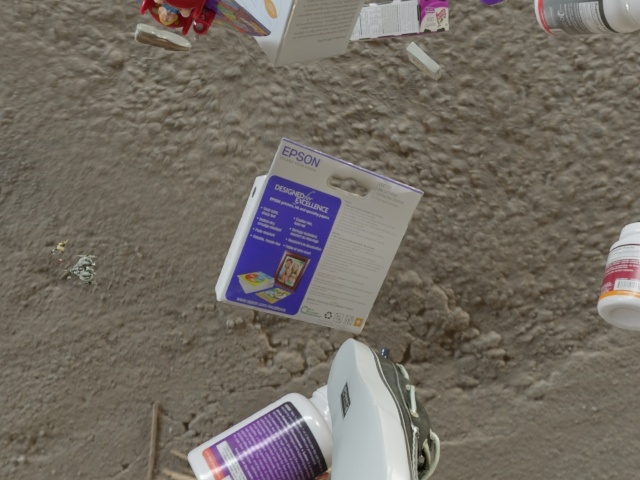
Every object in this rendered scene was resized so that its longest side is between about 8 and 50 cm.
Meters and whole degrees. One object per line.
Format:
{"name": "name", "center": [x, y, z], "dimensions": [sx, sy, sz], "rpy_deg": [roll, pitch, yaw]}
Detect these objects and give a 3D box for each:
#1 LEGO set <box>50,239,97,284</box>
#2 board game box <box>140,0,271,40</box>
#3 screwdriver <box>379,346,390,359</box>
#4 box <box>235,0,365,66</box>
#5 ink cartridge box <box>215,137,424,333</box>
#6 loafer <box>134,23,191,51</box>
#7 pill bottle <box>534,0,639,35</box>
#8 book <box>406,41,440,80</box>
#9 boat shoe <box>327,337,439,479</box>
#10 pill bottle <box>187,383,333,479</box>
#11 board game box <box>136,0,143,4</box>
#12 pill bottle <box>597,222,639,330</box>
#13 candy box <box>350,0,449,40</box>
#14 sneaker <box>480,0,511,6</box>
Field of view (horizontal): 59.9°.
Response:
{"name": "LEGO set", "center": [-0.367, 0.036, 0.840], "dimensions": [0.083, 0.023, 0.054], "rpy_deg": [36, 57, -26]}
{"name": "board game box", "center": [-0.125, -0.205, 0.486], "dimensions": [0.133, 0.169, 0.033], "rpy_deg": [26, 96, 22]}
{"name": "screwdriver", "center": [0.108, 0.294, 1.099], "dimensions": [0.025, 0.024, 0.169], "rpy_deg": [32, 69, -36]}
{"name": "box", "center": [-0.019, -0.277, 0.523], "dimensions": [0.091, 0.130, 0.170], "rpy_deg": [-21, 157, -30]}
{"name": "ink cartridge box", "center": [0.000, 0.000, 0.688], "dimensions": [0.206, 0.045, 0.208], "rpy_deg": [18, 102, -26]}
{"name": "loafer", "center": [-0.362, -0.457, 1.273], "dimensions": [0.125, 0.045, 0.039], "rpy_deg": [11, 134, -32]}
{"name": "pill bottle", "center": [0.638, -0.544, 1.232], "dimensions": [0.161, 0.283, 0.161], "rpy_deg": [-8, 110, -24]}
{"name": "book", "center": [0.273, -0.463, 1.442], "dimensions": [0.096, 0.144, 0.035], "rpy_deg": [44, 105, 5]}
{"name": "boat shoe", "center": [0.051, 0.140, 0.407], "dimensions": [0.070, 0.219, 0.077], "rpy_deg": [22, 105, -7]}
{"name": "pill bottle", "center": [-0.047, 0.250, 0.657], "dimensions": [0.194, 0.108, 0.108], "rpy_deg": [-26, 111, -21]}
{"name": "board game box", "center": [-0.441, -0.650, 1.415], "dimensions": [0.160, 0.211, 0.039], "rpy_deg": [27, 119, -35]}
{"name": "pill bottle", "center": [0.475, 0.051, 0.834], "dimensions": [0.086, 0.086, 0.152], "rpy_deg": [37, 62, -17]}
{"name": "candy box", "center": [0.132, -0.462, 1.172], "dimensions": [0.234, 0.159, 0.071], "rpy_deg": [8, 113, 33]}
{"name": "sneaker", "center": [0.296, -0.465, 0.755], "dimensions": [0.146, 0.102, 0.293], "rpy_deg": [-8, 150, -45]}
